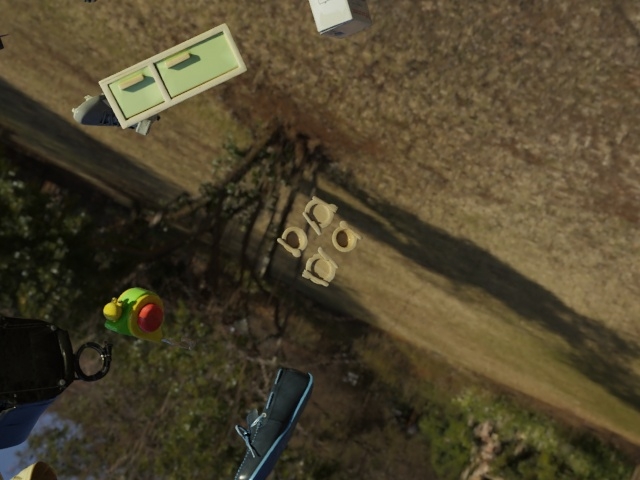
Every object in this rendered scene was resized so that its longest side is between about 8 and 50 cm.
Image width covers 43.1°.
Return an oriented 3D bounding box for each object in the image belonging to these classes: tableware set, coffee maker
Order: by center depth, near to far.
[{"bbox_3d":[-0.356,0.174,0.940,0.171,0.120,0.178,21,143,-21],"label":"coffee maker"},{"bbox_3d":[0.000,0.000,1.672,0.141,0.169,0.020,41,158,-6],"label":"tableware set"}]

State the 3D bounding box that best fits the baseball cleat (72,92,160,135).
[{"bbox_3d":[-0.432,-0.272,1.764,0.109,0.072,0.206,43,-143,15],"label":"baseball cleat"}]

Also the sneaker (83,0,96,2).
[{"bbox_3d":[-0.327,-0.433,1.232,0.271,0.108,0.100,12,152,37],"label":"sneaker"}]

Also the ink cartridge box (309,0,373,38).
[{"bbox_3d":[0.029,-0.558,1.769,0.087,0.208,0.153,-15,-176,23],"label":"ink cartridge box"}]

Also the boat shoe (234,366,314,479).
[{"bbox_3d":[-0.101,0.352,1.522,0.089,0.258,0.109,23,137,12],"label":"boat shoe"}]

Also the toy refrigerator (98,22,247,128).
[{"bbox_3d":[-0.288,-0.323,1.593,0.102,0.269,0.094,66,173,-16],"label":"toy refrigerator"}]

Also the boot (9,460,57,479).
[{"bbox_3d":[-0.590,0.536,1.443,0.095,0.203,0.262,54,-159,-34],"label":"boot"}]

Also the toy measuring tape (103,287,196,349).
[{"bbox_3d":[-0.399,0.185,1.966,0.121,0.121,0.330,21,176,33],"label":"toy measuring tape"}]

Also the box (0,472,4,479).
[{"bbox_3d":[-0.702,0.631,1.691,0.121,0.311,0.148,-6,-150,2],"label":"box"}]

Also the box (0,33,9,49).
[{"bbox_3d":[-0.851,-0.442,1.914,0.136,0.036,0.225,-7,-160,28],"label":"box"}]
